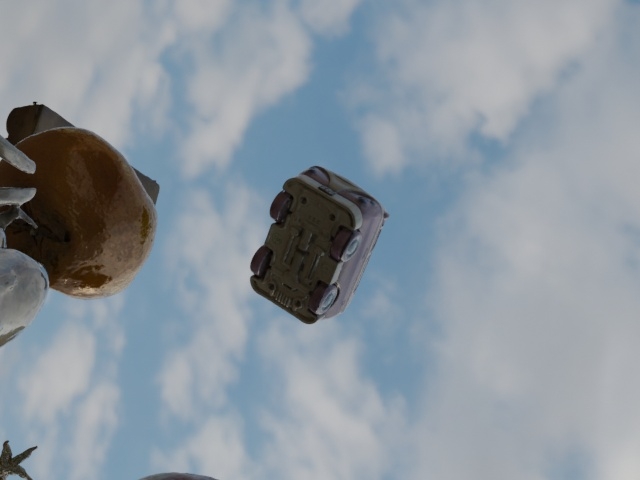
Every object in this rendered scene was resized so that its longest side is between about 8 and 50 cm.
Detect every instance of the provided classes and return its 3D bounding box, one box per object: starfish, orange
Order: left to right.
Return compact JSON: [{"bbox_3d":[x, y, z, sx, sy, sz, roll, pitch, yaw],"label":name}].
[{"bbox_3d":[-0.412,0.298,1.600,0.016,0.086,0.092,43,-57,46],"label":"starfish"},{"bbox_3d":[-0.349,-0.038,1.692,0.249,0.183,0.249,3,-77,12],"label":"orange"}]

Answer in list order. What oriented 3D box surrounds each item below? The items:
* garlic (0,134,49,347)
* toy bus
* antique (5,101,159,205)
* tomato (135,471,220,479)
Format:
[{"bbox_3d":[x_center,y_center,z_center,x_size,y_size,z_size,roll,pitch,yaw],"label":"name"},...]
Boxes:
[{"bbox_3d":[-0.257,-0.035,0.674,0.292,0.237,0.210,-90,-157,-78],"label":"garlic"},{"bbox_3d":[0.000,0.000,1.762,0.142,0.142,0.202,33,-61,21],"label":"toy bus"},{"bbox_3d":[-0.408,-0.121,2.078,0.093,0.310,0.087,-3,-115,34],"label":"antique"},{"bbox_3d":[-0.204,0.459,1.668,0.239,0.303,0.303,8,-90,25],"label":"tomato"}]
